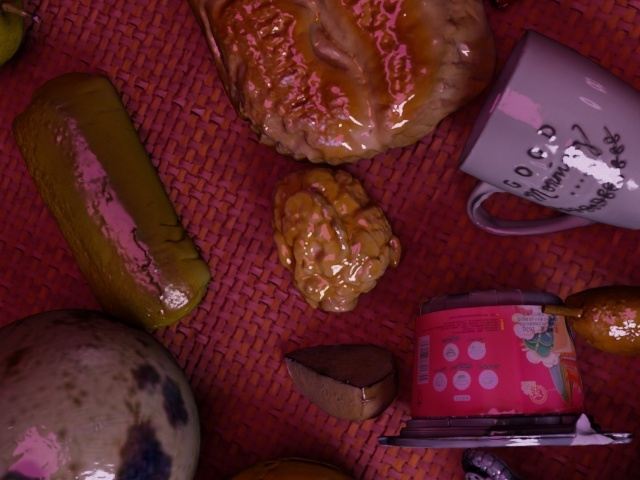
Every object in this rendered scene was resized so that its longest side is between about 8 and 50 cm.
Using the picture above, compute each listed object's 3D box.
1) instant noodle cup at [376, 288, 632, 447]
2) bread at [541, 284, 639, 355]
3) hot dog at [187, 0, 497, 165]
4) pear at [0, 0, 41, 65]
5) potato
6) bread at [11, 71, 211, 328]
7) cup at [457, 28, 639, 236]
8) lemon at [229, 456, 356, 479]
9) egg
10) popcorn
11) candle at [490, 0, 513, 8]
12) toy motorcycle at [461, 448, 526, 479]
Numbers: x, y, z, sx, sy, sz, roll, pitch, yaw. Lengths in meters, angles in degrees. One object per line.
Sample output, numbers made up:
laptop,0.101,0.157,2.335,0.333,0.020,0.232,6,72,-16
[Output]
instant noodle cup,0.212,0.158,1.047,0.303,0.258,0.181,-4,78,14
bread,0.408,0.097,1.003,0.344,0.124,0.083,4,92,-17
hot dog,0.029,-0.282,1.081,0.367,0.196,0.365,-22,86,17
pear,-0.479,-0.321,1.186,0.216,0.166,0.180,0,78,25
potato,0.040,0.197,1.160,0.172,0.101,0.089,9,117,48
bread,-0.299,-0.051,1.194,0.166,0.112,0.383,-28,88,11
cup,0.296,-0.094,1.058,0.234,0.186,0.258,28,128,1
lemon,-0.032,0.419,1.080,0.297,0.297,0.297,1,93,11
egg,-0.341,0.290,1.102,0.345,0.345,0.428,35,109,8
popcorn,0.018,-0.002,1.122,0.164,0.140,0.194,-5,93,17
candle,0.286,-0.348,1.093,0.162,0.053,0.048,-32,86,6
toy motorcycle,0.264,0.384,1.041,0.108,0.173,0.307,-37,119,-26
